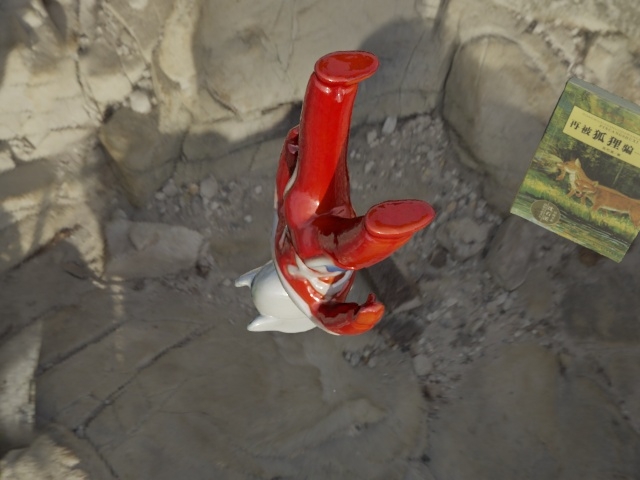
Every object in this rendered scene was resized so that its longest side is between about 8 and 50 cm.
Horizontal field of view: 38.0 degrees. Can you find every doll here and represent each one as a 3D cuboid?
[{"bbox_3d":[0.000,0.000,0.823,0.099,0.384,0.188,-11,72,-19],"label":"doll"}]

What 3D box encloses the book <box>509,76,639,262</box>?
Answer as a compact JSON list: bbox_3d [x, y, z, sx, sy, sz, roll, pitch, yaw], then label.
[{"bbox_3d":[0.341,-0.082,1.147,0.160,0.228,0.024,27,51,11],"label":"book"}]
